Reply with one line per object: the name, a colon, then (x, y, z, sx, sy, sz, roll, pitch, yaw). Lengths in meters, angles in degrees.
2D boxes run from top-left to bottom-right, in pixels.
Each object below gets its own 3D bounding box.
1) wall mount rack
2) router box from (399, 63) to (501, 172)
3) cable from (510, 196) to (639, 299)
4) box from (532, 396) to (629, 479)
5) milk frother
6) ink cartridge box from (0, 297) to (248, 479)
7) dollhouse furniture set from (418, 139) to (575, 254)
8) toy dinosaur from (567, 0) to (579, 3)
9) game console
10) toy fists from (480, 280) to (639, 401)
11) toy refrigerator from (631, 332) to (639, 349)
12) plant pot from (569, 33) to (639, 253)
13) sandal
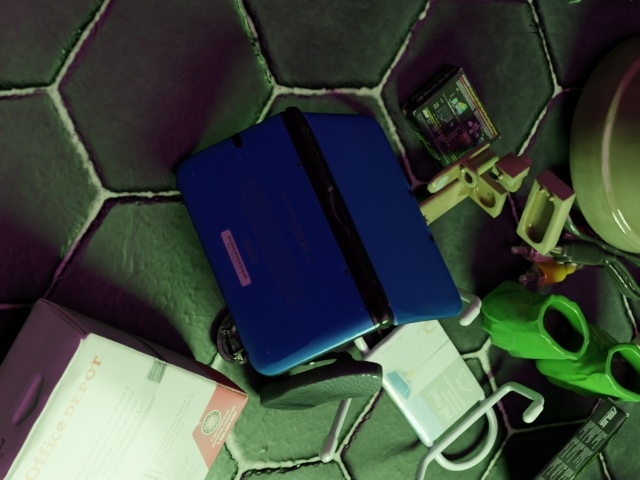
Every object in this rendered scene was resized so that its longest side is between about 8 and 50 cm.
wall mount rack: (0.135, 0.236, 1.945, 0.304, 0.130, 0.350, -42, 120, -12)
router box: (0.172, -0.158, 1.898, 0.092, 0.038, 0.122, -41, 121, -11)
cable: (0.388, 0.010, 2.078, 0.287, 0.072, 0.139, 12, 82, -43)
box: (0.363, 0.324, 2.086, 0.045, 0.184, 0.190, 43, 80, 14)
milk frother: (-0.047, 0.111, 1.800, 0.143, 0.135, 0.129, -43, 87, -17)
ink cartridge box: (-0.252, 0.212, 1.694, 0.283, 0.117, 0.207, 30, 90, -46)
dollhouse furniture set: (0.217, -0.035, 1.851, 0.123, 0.151, 0.144, -34, 154, -28)
toy dinosaur: (0.455, -0.375, 1.875, 0.322, 0.218, 0.164, 69, 43, -70)
game console: (0.000, 0.000, 1.761, 0.250, 0.293, 0.173, -25, 163, 6)
toy fists: (0.341, 0.143, 2.028, 0.279, 0.142, 0.096, 32, 68, -33)
toy refrigerator: (0.583, 0.242, 2.213, 0.094, 0.102, 0.269, -40, 121, -13)
plant pot: (0.552, -0.119, 1.956, 0.323, 0.280, 0.323, -8, 104, -34)
sandal: (-0.009, 0.170, 1.787, 0.097, 0.254, 0.054, 10, 74, -27)
